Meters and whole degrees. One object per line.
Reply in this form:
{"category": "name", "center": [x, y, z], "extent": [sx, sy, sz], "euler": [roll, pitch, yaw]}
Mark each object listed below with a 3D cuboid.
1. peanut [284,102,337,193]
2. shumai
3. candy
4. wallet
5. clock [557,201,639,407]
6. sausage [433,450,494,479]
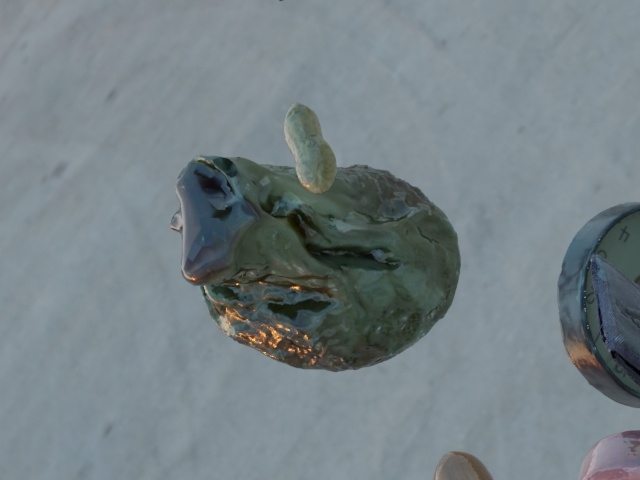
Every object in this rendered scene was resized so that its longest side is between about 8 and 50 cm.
{"category": "peanut", "center": [-0.010, -0.077, 1.230], "extent": [0.037, 0.037, 0.083], "euler": [-40, 65, 37]}
{"category": "shumai", "center": [0.000, 0.000, 1.406], "extent": [0.203, 0.272, 0.222], "euler": [85, 167, -62]}
{"category": "candy", "center": [0.509, 0.395, 2.223], "extent": [0.255, 0.255, 0.094], "euler": [-36, 21, 44]}
{"category": "wallet", "center": [0.342, 0.096, 1.631], "extent": [0.030, 0.111, 0.166], "euler": [-41, 26, 28]}
{"category": "clock", "center": [0.515, 0.097, 2.275], "extent": [0.325, 0.325, 0.067], "euler": [-60, 18, -18]}
{"category": "sausage", "center": [0.232, 0.418, 2.127], "extent": [0.105, 0.105, 0.274], "euler": [-48, 34, 17]}
